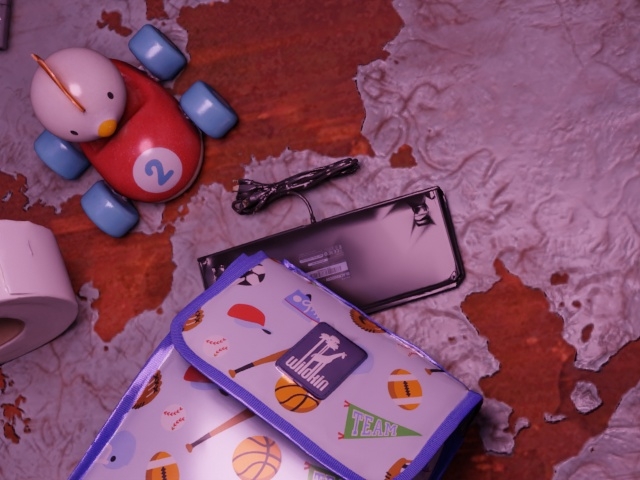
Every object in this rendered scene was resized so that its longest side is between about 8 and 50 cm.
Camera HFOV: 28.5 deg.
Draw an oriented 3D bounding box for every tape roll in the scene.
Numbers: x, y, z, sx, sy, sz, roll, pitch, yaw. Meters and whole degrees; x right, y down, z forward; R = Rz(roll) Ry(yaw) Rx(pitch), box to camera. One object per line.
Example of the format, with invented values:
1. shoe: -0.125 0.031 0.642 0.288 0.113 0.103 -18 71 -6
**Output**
1. tape roll: -0.438 0.080 1.511 0.286 0.286 0.100 -25 73 14

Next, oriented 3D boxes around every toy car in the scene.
1. toy car: -0.262 -0.151 1.514 0.219 0.238 0.210 -44 70 8

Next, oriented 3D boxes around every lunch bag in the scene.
1. lunch bag: -0.054 0.239 1.383 0.328 0.239 0.385 34 80 18

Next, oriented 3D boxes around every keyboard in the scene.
1. keyboard: 0.000 0.000 1.509 0.317 0.033 0.202 -16 82 15

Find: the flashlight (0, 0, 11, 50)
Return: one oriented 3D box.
1. flashlight: -0.470 -0.409 1.707 0.103 0.103 0.304 -4 80 58
